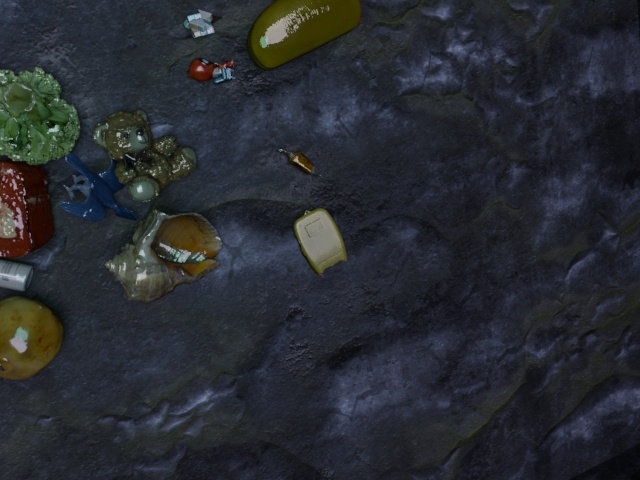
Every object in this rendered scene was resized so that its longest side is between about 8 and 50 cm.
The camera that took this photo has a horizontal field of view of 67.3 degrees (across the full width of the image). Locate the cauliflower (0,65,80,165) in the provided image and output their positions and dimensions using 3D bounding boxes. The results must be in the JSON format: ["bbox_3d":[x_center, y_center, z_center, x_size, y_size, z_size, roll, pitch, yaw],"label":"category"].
[{"bbox_3d":[-0.770,-0.331,1.238,0.275,0.250,0.272,-22,104,-34],"label":"cauliflower"}]

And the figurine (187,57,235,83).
[{"bbox_3d":[-0.329,-0.509,1.447,0.141,0.068,0.074,-4,106,-11],"label":"figurine"}]

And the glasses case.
[{"bbox_3d":[-0.053,-0.665,1.460,0.372,0.141,0.173,-30,108,-10],"label":"glasses case"}]

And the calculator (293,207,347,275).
[{"bbox_3d":[0.000,0.000,1.676,0.157,0.033,0.236,-29,107,-9],"label":"calculator"}]

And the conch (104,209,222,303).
[{"bbox_3d":[-0.474,0.027,1.449,0.352,0.210,0.296,-17,133,-59],"label":"conch"}]

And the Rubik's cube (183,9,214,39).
[{"bbox_3d":[-0.352,-0.635,1.403,0.075,0.084,0.073,-29,114,-27],"label":"Rubik's cube"}]

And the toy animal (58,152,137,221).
[{"bbox_3d":[-0.634,-0.150,1.384,0.177,0.255,0.239,9,58,4],"label":"toy animal"}]

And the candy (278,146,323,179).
[{"bbox_3d":[-0.062,-0.260,1.591,0.182,0.053,0.046,33,78,-21],"label":"candy"}]

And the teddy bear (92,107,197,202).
[{"bbox_3d":[-0.520,-0.257,1.392,0.267,0.156,0.255,-48,118,-46],"label":"teddy bear"}]

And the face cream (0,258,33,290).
[{"bbox_3d":[-0.971,0.078,1.357,0.269,0.082,0.081,15,96,-19],"label":"face cream"}]

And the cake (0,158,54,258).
[{"bbox_3d":[-0.862,-0.092,1.323,0.177,0.151,0.282,-2,103,-4],"label":"cake"}]

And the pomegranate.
[{"bbox_3d":[-0.850,0.276,1.369,0.233,0.233,0.232,-4,103,-17],"label":"pomegranate"}]
